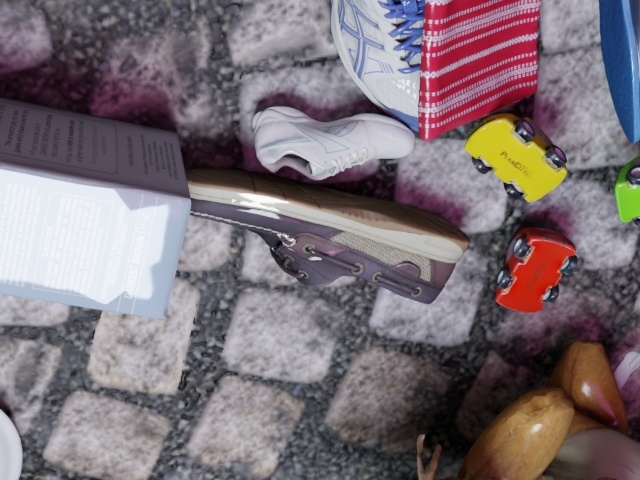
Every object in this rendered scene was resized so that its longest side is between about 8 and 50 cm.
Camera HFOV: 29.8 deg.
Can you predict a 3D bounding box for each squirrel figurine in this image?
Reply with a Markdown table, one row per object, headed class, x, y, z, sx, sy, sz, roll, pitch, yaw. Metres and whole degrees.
| class | x | y | z | sx | sy | sz | roll | pitch | yaw |
| --- | --- | --- | --- | --- | --- | --- | --- | --- | --- |
| squirrel figurine | 0.152 | 0.322 | 1.140 | 0.370 | 0.281 | 0.397 | -13 | 147 | -39 |

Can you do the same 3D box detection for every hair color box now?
| class | x | y | z | sx | sy | sz | roll | pitch | yaw |
| --- | --- | --- | --- | --- | --- | --- | --- | --- | --- |
| hair color box | -0.305 | -0.049 | 0.992 | 0.374 | 0.185 | 0.114 | 11 | 109 | -14 |

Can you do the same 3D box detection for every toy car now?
| class | x | y | z | sx | sy | sz | roll | pitch | yaw |
| --- | --- | --- | --- | --- | --- | --- | --- | --- | --- |
| toy car | 0.260 | -0.042 | 1.134 | 0.225 | 0.053 | 0.239 | -10 | 129 | 11 |

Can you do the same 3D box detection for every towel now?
| class | x | y | z | sx | sy | sz | roll | pitch | yaw |
| --- | --- | --- | --- | --- | --- | --- | --- | --- | --- |
| towel | 0.147 | -0.235 | 1.022 | 0.031 | 0.199 | 0.275 | 17 | 115 | 31 |

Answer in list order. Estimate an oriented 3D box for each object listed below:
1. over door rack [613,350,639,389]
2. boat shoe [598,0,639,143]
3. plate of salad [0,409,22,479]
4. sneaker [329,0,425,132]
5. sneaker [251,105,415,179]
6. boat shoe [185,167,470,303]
| class | x | y | z | sx | sy | sz | roll | pitch | yaw |
| --- | --- | --- | --- | --- | --- | --- | --- | --- | --- |
| over door rack | 0.474 | 0.118 | 1.249 | 0.324 | 0.108 | 0.239 | -43 | 112 | 7 |
| boat shoe | 0.306 | -0.214 | 1.087 | 0.089 | 0.109 | 0.258 | -10 | 115 | -3 |
| plate of salad | -0.385 | 0.216 | 1.140 | 0.199 | 0.048 | 0.200 | -12 | 122 | -20 |
| sneaker | 0.059 | -0.211 | 1.030 | 0.112 | 0.131 | 0.296 | -28 | 115 | -1 |
| sneaker | 0.013 | -0.082 | 1.101 | 0.152 | 0.061 | 0.054 | 2 | 148 | -8 |
| boat shoe | 0.000 | 0.000 | 1.117 | 0.285 | 0.103 | 0.092 | 12 | 104 | -21 |
